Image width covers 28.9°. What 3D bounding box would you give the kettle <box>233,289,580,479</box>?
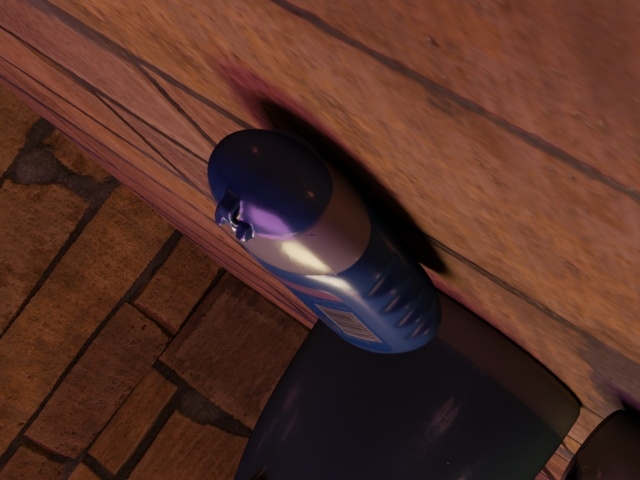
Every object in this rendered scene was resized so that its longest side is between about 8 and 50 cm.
[{"bbox_3d":[0.064,0.240,1.151,0.319,0.342,0.247,39,173,-35],"label":"kettle"}]

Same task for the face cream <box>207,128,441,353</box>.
[{"bbox_3d":[0.000,0.000,0.870,0.149,0.083,0.264,32,173,28],"label":"face cream"}]

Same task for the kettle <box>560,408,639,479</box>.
[{"bbox_3d":[0.269,0.197,0.936,0.148,0.127,0.098,36,143,30],"label":"kettle"}]
